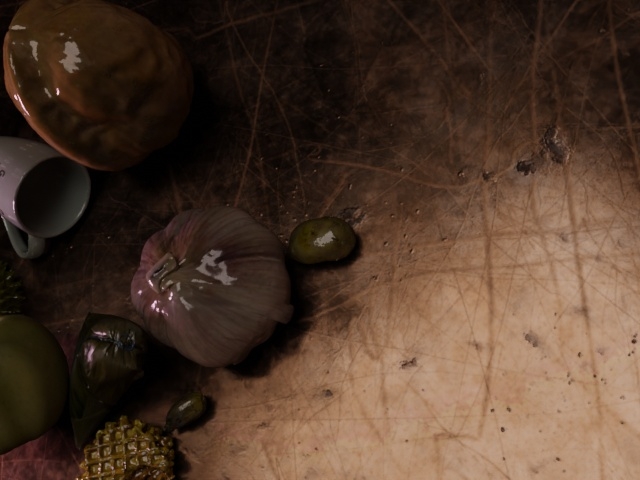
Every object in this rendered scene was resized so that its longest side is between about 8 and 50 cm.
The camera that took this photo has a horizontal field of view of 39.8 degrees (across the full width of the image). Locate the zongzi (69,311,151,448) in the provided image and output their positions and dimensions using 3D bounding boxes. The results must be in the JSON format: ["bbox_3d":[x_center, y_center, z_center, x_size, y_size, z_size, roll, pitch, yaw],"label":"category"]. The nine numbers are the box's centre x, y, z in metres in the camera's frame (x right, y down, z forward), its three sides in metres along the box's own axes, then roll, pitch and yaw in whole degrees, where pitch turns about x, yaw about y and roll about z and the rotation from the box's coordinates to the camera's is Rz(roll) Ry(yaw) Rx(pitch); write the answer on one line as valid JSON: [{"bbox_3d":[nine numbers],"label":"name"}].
[{"bbox_3d":[-0.413,0.278,1.669,0.125,0.251,0.274,17,82,-18],"label":"zongzi"}]

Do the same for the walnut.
[{"bbox_3d":[-0.442,-0.324,1.788,0.384,0.383,0.383,-6,71,17],"label":"walnut"}]

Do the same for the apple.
[{"bbox_3d":[-0.619,0.275,1.713,0.279,0.279,0.279,-6,71,17],"label":"apple"}]

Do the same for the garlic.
[{"bbox_3d":[-0.209,0.076,1.673,0.322,0.241,0.321,1,63,-1],"label":"garlic"}]

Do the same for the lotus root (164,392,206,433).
[{"bbox_3d":[-0.261,0.329,1.689,0.099,0.054,0.049,-41,75,3],"label":"lotus root"}]

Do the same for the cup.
[{"bbox_3d":[-0.645,-0.095,1.910,0.234,0.186,0.257,23,110,35],"label":"cup"}]

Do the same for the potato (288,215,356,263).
[{"bbox_3d":[0.000,0.000,1.698,0.138,0.070,0.091,-9,69,16],"label":"potato"}]

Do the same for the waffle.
[{"bbox_3d":[-0.367,0.437,1.682,0.197,0.070,0.193,13,77,22],"label":"waffle"}]

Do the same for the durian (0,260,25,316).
[{"bbox_3d":[-0.765,0.090,1.886,0.356,0.157,0.169,36,95,21],"label":"durian"}]
